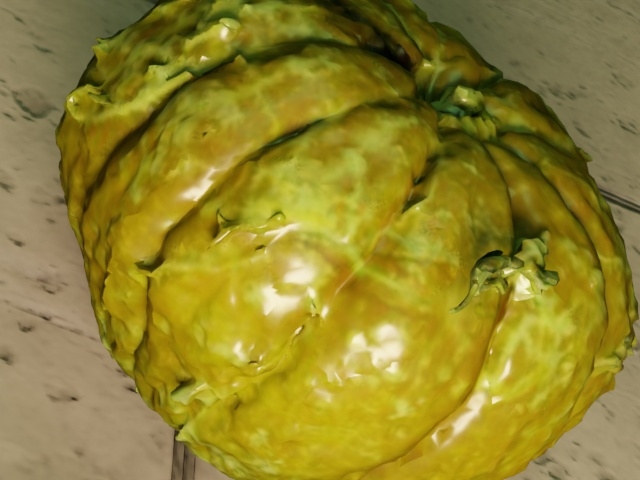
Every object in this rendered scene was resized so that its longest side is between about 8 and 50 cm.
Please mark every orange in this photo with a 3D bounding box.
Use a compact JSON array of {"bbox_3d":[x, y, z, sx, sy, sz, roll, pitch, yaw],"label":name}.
[{"bbox_3d":[0.000,0.000,0.963,0.301,0.223,0.300,46,22,14],"label":"orange"}]
